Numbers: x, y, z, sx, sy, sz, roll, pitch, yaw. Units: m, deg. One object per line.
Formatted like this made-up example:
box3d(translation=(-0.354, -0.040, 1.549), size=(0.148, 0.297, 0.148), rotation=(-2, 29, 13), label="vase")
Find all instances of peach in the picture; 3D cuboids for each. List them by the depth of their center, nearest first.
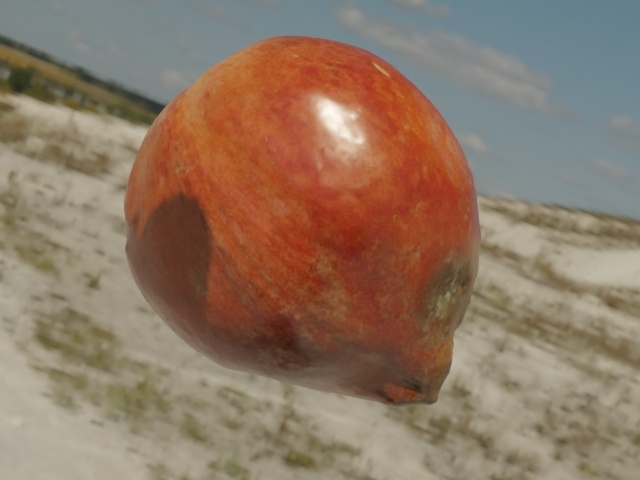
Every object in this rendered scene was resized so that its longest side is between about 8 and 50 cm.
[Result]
box3d(translation=(0.000, 0.000, 0.915), size=(0.232, 0.232, 0.257), rotation=(18, 41, -62), label="peach")
